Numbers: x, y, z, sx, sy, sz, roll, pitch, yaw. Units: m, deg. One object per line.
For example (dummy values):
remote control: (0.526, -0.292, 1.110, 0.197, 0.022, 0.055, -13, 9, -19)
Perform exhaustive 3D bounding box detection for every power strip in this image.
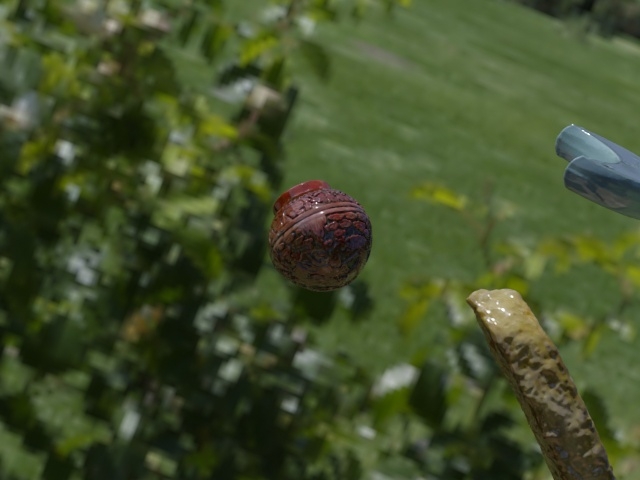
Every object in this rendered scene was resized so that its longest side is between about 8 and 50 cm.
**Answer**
power strip: (0.326, -0.073, 2.209, 0.137, 0.044, 0.216, 25, 14, -1)

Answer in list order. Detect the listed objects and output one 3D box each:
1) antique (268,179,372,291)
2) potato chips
antique: (0.000, 0.000, 1.843, 0.104, 0.104, 0.104, 21, 11, -4)
potato chips: (0.241, 0.229, 1.829, 0.057, 0.407, 0.080, -24, 8, -12)
